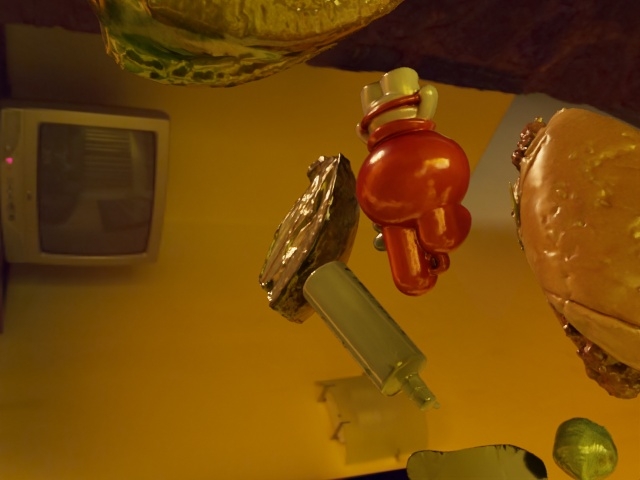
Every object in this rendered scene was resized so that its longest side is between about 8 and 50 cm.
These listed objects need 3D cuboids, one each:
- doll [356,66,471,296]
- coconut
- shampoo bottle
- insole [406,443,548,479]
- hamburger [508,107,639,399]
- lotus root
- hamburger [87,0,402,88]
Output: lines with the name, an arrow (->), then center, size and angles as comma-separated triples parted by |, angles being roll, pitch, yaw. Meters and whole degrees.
doll -> 0.118, -0.075, 0.781 | 0.161, 0.130, 0.290 | -21, -104, 41
coconut -> 0.375, 0.300, 0.852 | 0.087, 0.088, 0.096 | 119, -6, -48
shampoo bottle -> 0.075, 0.142, 0.879 | 0.262, 0.085, 0.085 | 49, -45, 36
insole -> 0.286, 0.421, 1.111 | 0.005, 0.254, 0.086 | 58, 31, -64
hamburger -> 0.278, 0.018, 0.554 | 0.245, 0.282, 0.155 | -54, 159, -23
lotus root -> 0.003, 0.002, 1.129 | 0.314, 0.142, 0.210 | -63, -156, -5
hamburger -> -0.049, -0.202, 0.422 | 0.167, 0.288, 0.192 | -129, -139, -70
